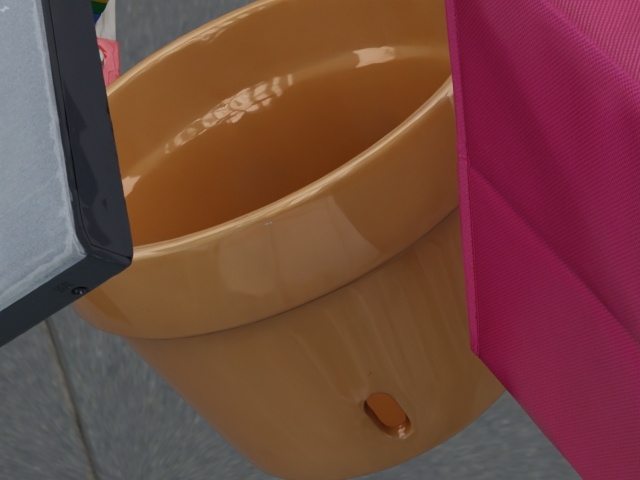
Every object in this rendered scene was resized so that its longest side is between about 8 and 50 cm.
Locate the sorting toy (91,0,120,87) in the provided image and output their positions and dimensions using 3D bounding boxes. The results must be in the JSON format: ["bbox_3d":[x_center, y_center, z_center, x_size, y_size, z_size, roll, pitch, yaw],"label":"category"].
[{"bbox_3d":[-0.268,-0.160,1.330,0.255,0.089,0.257,9,59,-23],"label":"sorting toy"}]

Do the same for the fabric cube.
[{"bbox_3d":[0.222,-0.012,0.744,0.254,0.258,0.259,-21,129,-15],"label":"fabric cube"}]

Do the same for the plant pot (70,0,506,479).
[{"bbox_3d":[0.000,0.000,1.027,0.291,0.291,0.203,-33,117,-10],"label":"plant pot"}]

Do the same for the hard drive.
[{"bbox_3d":[-0.109,-0.006,0.469,0.135,0.022,0.094,-31,58,30],"label":"hard drive"}]
